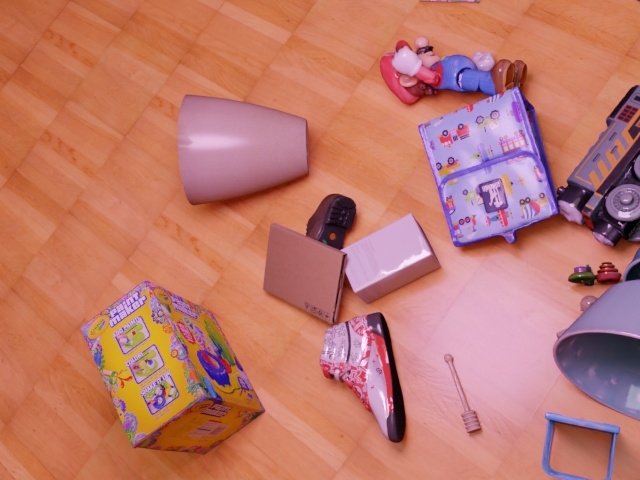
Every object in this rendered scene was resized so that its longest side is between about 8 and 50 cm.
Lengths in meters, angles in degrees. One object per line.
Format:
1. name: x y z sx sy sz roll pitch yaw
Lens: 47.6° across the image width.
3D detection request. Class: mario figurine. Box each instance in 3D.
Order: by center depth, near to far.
1. mario figurine: 0.277 -0.391 1.584 0.321 0.198 0.170 12 71 30

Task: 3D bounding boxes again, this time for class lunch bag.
1. lunch bag: 0.355 -0.129 1.496 0.221 0.138 0.293 -19 71 26

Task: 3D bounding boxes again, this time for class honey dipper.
1. honey dipper: 0.276 0.299 1.437 0.031 0.030 0.160 -23 64 11

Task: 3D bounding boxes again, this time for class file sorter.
1. file sorter: 0.453 0.366 1.272 0.118 0.170 0.104 8 78 22

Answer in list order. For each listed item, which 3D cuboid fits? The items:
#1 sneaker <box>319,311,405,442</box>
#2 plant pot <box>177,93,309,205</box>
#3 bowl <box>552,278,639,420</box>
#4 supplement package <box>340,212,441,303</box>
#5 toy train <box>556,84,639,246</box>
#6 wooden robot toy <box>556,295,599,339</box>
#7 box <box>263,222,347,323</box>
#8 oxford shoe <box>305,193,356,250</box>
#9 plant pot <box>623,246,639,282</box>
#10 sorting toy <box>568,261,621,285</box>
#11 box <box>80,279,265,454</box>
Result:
1. sneaker: 0.082 0.288 1.480 0.145 0.090 0.270 -16 63 15
2. plant pot: -0.165 -0.215 1.679 0.274 0.256 0.256 -2 70 3
3. bowl: 0.576 0.179 1.238 0.312 0.311 0.163 21 65 25
4. supplement package: 0.146 0.040 1.533 0.179 0.105 0.105 -27 64 11
5. toy train: 0.612 -0.148 1.420 0.190 0.142 0.334 37 90 40
6. wooden robot toy: 0.524 0.143 1.394 0.173 0.076 0.079 -38 28 4
7. box: -0.037 0.069 1.561 0.201 0.021 0.164 23 116 33
8. oxford shoe: 0.000 0.000 1.627 0.227 0.083 0.096 -62 33 2
9. plant pot: 0.709 0.006 1.264 0.272 0.271 0.255 22 66 25
10. sorting toy: 0.529 0.060 1.411 0.102 0.061 0.042 2 71 -3
11. box: -0.302 0.273 1.512 0.177 0.290 0.279 -36 64 5
